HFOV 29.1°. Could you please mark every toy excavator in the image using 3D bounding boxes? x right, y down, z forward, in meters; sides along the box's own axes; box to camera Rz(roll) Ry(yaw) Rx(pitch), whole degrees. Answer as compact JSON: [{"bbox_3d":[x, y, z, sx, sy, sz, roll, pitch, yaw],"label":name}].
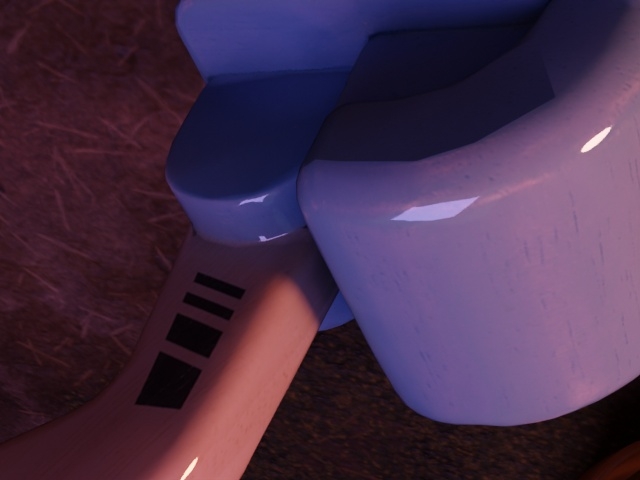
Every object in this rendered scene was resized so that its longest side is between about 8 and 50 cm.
[{"bbox_3d":[0.000,0.000,0.523,0.433,0.445,0.222,1,138,27],"label":"toy excavator"}]

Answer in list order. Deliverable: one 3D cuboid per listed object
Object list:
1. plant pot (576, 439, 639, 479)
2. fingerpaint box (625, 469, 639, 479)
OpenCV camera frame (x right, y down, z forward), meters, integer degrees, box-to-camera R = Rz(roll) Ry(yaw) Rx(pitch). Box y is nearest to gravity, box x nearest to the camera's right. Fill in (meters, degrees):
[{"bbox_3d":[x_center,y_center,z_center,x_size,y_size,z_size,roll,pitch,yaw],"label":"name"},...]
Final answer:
[{"bbox_3d":[0.253,0.265,0.947,0.205,0.205,0.188,24,158,-2],"label":"plant pot"},{"bbox_3d":[0.389,0.275,0.667,0.444,0.163,0.371,57,157,10],"label":"fingerpaint box"}]
